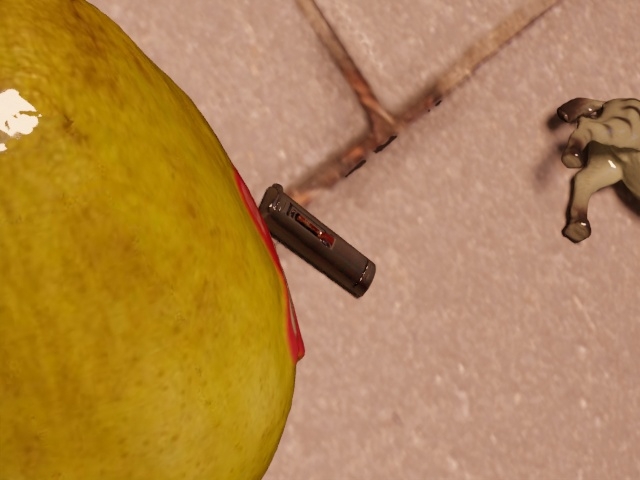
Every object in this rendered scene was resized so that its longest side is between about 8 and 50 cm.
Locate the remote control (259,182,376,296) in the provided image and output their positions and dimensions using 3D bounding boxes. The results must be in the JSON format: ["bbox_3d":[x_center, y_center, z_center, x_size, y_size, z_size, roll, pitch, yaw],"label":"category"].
[{"bbox_3d":[0.000,0.000,1.112,0.091,0.016,0.034,37,51,-23],"label":"remote control"}]

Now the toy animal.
[{"bbox_3d":[0.261,-0.048,1.298,0.217,0.073,0.176,37,49,-16],"label":"toy animal"}]

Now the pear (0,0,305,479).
[{"bbox_3d":[-0.159,0.012,0.786,0.375,0.287,0.287,77,28,-55],"label":"pear"}]
